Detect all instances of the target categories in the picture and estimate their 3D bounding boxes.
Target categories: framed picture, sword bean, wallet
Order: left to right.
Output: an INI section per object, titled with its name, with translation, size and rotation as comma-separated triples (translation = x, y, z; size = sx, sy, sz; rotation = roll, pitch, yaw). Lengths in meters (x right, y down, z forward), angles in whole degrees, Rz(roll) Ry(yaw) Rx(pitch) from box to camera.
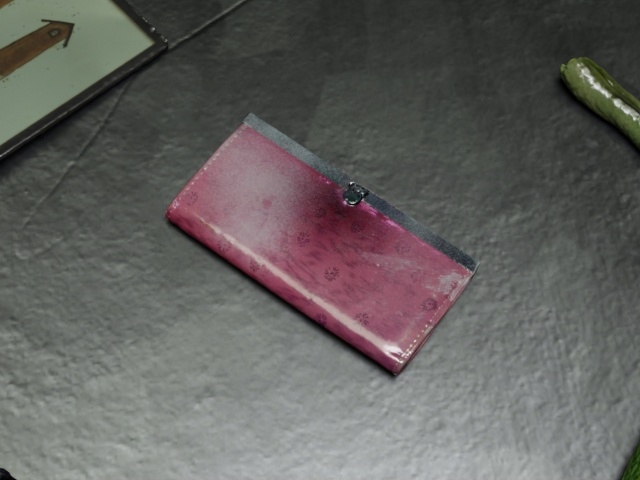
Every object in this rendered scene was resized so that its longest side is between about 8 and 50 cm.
[framed picture]
translation = -0.328, -0.159, 0.939
size = 0.324, 0.013, 0.244
rotation = -40, 77, -25
[wallet]
translation = 0.000, 0.000, 0.902
size = 0.232, 0.025, 0.119
rotation = 34, 68, 12
[sword bean]
translation = 0.300, -0.059, 0.945
size = 0.043, 0.038, 0.269
rotation = -24, 66, -41

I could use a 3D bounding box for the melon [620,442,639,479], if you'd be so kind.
[melon]
translation = 0.373, 0.165, 0.777
size = 0.226, 0.331, 0.343
rotation = 37, 53, -28

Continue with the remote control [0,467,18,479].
[remote control]
translation = -0.185, 0.222, 0.762
size = 0.266, 0.066, 0.090
rotation = 26, 62, 8
